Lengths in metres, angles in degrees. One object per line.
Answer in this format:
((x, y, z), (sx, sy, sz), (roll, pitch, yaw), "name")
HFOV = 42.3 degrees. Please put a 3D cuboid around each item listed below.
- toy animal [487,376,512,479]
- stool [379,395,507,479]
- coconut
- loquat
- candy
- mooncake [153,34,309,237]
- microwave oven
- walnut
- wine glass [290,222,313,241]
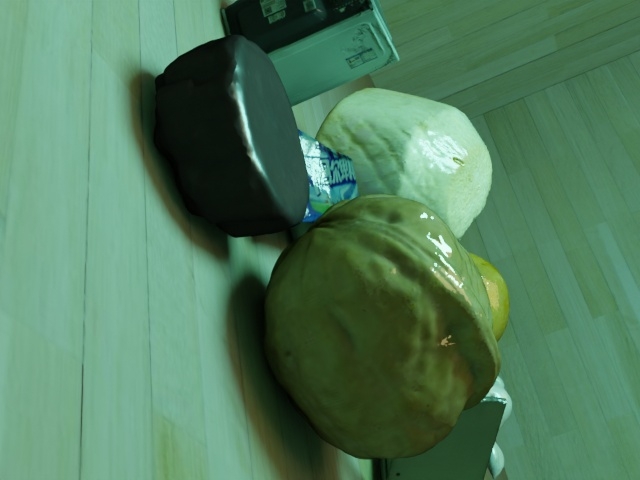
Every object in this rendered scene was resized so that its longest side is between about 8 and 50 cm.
((0.309, 0.400, 1.850), (0.367, 0.196, 0.241), (-16, 126, -88), "toy animal")
((0.206, 0.304, 1.493), (0.244, 0.170, 0.270), (-89, -174, -60), "stool")
((0.145, -0.142, 1.777), (0.415, 0.415, 0.345), (-86, 173, -62), "coconut")
((0.275, 0.142, 1.788), (0.263, 0.263, 0.263), (-21, 90, -77), "loquat")
((0.006, -0.097, 1.432), (0.331, 0.077, 0.187), (17, 54, -62), "candy")
((-0.121, -0.137, 1.159), (0.283, 0.141, 0.283), (-15, 90, -72), "mooncake")
((-0.020, -0.430, 1.699), (0.237, 0.295, 0.181), (41, 31, -64), "microwave oven")
((0.085, 0.120, 1.200), (0.381, 0.381, 0.381), (-21, 90, -77), "walnut")
((0.000, 0.000, 1.528), (0.231, 0.103, 0.103), (67, 13, 6), "wine glass")
